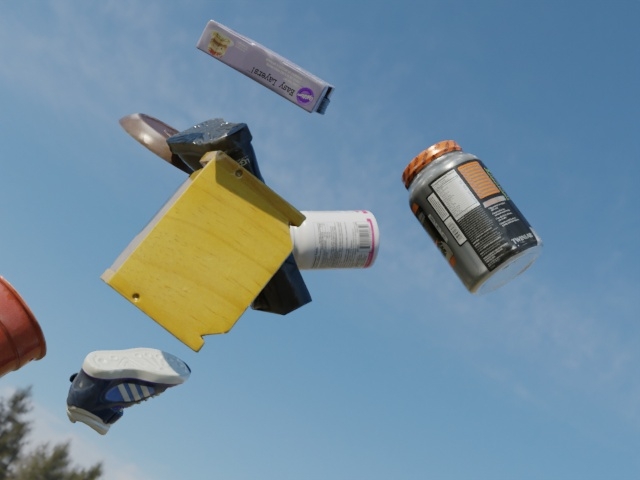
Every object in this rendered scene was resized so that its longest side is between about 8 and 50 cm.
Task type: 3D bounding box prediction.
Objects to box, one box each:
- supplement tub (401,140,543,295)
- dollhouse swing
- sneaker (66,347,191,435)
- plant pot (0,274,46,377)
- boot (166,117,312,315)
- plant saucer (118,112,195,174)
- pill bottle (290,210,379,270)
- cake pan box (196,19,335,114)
[{"bbox_3d":[0.324,-0.054,1.840,0.316,0.193,0.193,58,-19,22],"label":"supplement tub"},{"bbox_3d":[-0.256,0.027,1.787,0.315,0.347,0.305,38,-12,1],"label":"dollhouse swing"},{"bbox_3d":[-0.538,0.426,2.312,0.323,0.236,0.130,9,25,-39],"label":"sneaker"},{"bbox_3d":[-0.806,0.234,1.866,0.272,0.265,0.272,25,-44,27],"label":"plant pot"},{"bbox_3d":[-0.197,-0.058,2.012,0.367,0.146,0.445,26,-39,64],"label":"boot"},{"bbox_3d":[-0.384,-0.249,2.206,0.310,0.050,0.310,33,9,-6],"label":"plant saucer"},{"bbox_3d":[0.000,0.000,2.239,0.283,0.160,0.160,-1,-21,-19],"label":"pill bottle"},{"bbox_3d":[-0.096,-0.342,1.681,0.267,0.070,0.246,29,12,-1],"label":"cake pan box"}]
